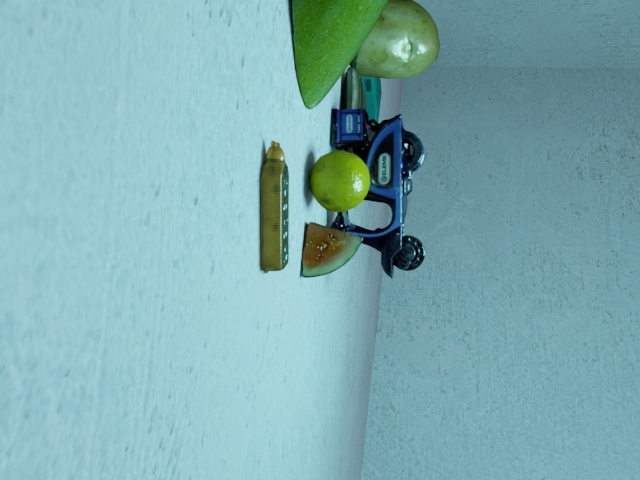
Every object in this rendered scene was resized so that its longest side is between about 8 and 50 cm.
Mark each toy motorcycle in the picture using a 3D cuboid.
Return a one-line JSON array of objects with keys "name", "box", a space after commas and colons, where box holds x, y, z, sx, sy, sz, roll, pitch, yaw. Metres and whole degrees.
[{"name": "toy motorcycle", "box": [0.114, -0.098, 1.309, 0.125, 0.212, 0.358, -7, 96, -78]}]

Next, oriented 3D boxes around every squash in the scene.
[{"name": "squash", "box": [-0.017, -0.349, 0.969, 0.260, 0.189, 0.189, -45, -156, 44]}]

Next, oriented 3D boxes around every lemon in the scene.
[{"name": "lemon", "box": [0.034, -0.105, 1.095, 0.133, 0.109, 0.109, -50, 143, -59]}]

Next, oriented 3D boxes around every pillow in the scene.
[{"name": "pillow", "box": [0.084, -0.282, 1.475, 0.212, 0.052, 0.208, 9, 80, -81]}]

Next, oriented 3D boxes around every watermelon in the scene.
[{"name": "watermelon", "box": [0.000, 0.000, 1.109, 0.094, 0.125, 0.135, 52, 1, -29]}]

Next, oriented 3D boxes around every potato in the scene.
[{"name": "potato", "box": [0.191, -0.511, 1.566, 0.285, 0.242, 0.242, -67, 159, -70]}]

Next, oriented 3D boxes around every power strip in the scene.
[{"name": "power strip", "box": [-0.060, -0.042, 0.812, 0.049, 0.028, 0.178, -50, 142, -72]}]

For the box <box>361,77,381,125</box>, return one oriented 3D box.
[{"name": "box", "box": [0.153, -0.461, 1.839, 0.226, 0.042, 0.161, 77, 20, -57]}]
